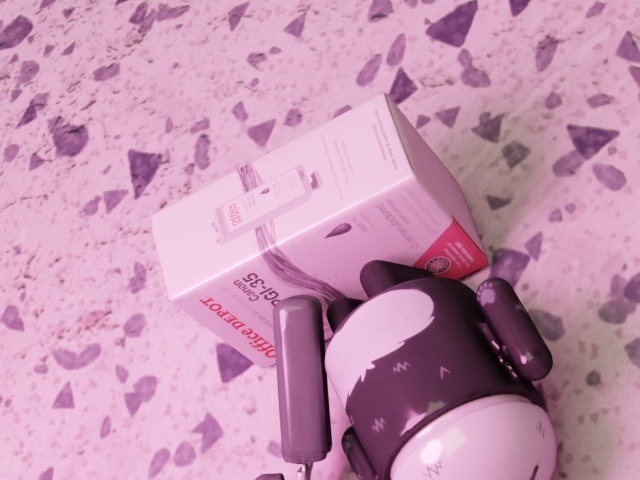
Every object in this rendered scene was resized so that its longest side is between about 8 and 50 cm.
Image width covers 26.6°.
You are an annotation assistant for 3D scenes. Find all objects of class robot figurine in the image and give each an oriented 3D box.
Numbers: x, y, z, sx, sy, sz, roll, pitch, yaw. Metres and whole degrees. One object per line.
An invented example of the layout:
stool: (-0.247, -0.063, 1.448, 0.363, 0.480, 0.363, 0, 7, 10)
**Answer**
robot figurine: (0.112, 0.148, 1.295, 0.173, 0.209, 0.278, -19, 53, -14)

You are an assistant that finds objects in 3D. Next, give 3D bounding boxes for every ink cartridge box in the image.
ink cartridge box: (0.000, 0.000, 1.402, 0.283, 0.207, 0.117, -27, 54, 15)

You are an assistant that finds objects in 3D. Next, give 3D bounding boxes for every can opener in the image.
can opener: (-0.030, 0.195, 1.339, 0.093, 0.074, 0.280, 1, 92, 5)
